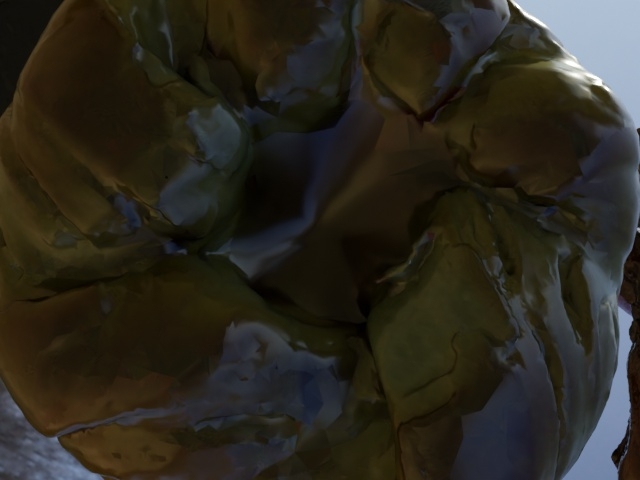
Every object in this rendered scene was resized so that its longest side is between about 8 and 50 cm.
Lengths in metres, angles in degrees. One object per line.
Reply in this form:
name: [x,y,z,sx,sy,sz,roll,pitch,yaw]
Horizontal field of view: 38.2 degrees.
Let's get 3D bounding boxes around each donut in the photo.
donut: [0.000,0.000,0.504,0.360,0.360,0.170,-53,-177,-1]

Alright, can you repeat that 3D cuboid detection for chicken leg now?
chicken leg: [0.313,0.131,0.854,0.113,0.093,0.304,-15,-105,30]

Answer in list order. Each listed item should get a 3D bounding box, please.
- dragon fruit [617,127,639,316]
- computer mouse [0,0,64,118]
dragon fruit: [0.450,-0.017,1.156,0.291,0.189,0.290,-16,-114,40]
computer mouse: [-0.217,-0.192,0.937,0.323,0.182,0.116,-24,176,-16]
